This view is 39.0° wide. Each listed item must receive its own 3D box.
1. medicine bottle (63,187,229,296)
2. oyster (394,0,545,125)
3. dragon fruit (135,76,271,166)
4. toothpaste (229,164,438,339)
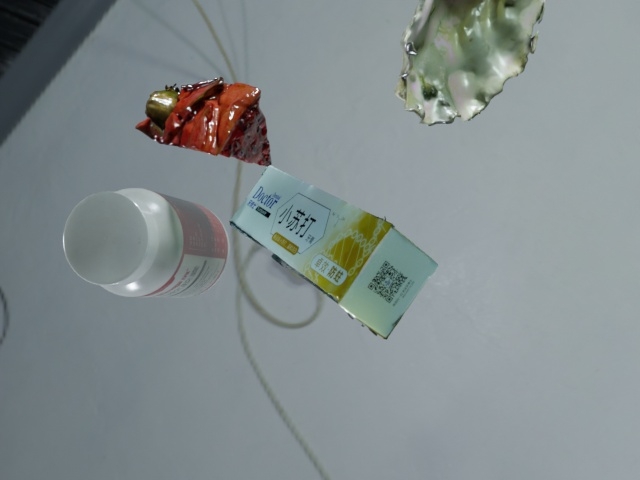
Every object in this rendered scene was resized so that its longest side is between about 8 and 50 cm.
[{"bbox_3d":[-0.208,0.006,1.122,0.131,0.250,0.131,-1,87,14],"label":"medicine bottle"},{"bbox_3d":[0.112,-0.185,0.700,0.072,0.132,0.209,22,93,50],"label":"oyster"},{"bbox_3d":[-0.141,-0.154,1.112,0.192,0.122,0.092,16,95,45],"label":"dragon fruit"},{"bbox_3d":[0.000,0.000,0.888,0.089,0.071,0.313,-56,26,-1],"label":"toothpaste"}]
